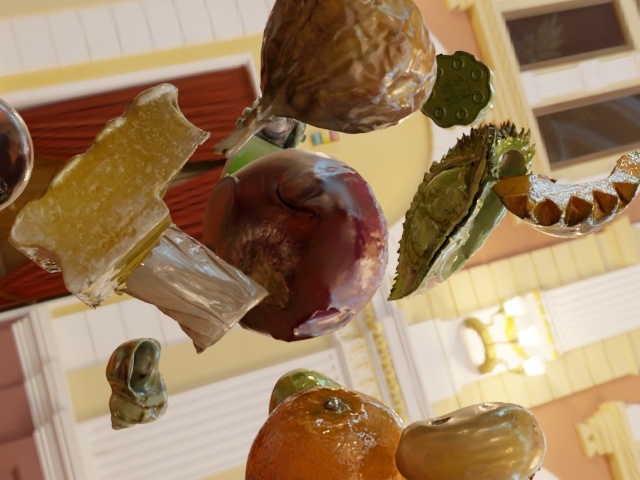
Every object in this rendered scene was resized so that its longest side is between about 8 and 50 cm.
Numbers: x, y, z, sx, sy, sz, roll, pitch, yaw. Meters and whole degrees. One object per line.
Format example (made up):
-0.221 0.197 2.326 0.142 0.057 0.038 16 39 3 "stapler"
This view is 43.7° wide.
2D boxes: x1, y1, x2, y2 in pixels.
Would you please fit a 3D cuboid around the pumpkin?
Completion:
0.405 -0.039 1.275 0.130 0.254 0.149 -107 -173 -47 "pumpkin"

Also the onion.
0.000 0.000 1.619 0.398 0.420 0.398 8 -79 45 "onion"

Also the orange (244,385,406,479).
0.020 0.407 1.404 0.312 0.312 0.312 166 -90 -74 "orange"

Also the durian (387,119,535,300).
0.234 -0.043 1.303 0.351 0.158 0.169 -60 -172 25 "durian"

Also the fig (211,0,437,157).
-0.019 -0.252 1.177 0.286 0.369 0.286 52 -10 13 "fig"

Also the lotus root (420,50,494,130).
0.337 -0.337 1.872 0.186 0.186 0.186 166 -90 -74 "lotus root"

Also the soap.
-0.302 -0.054 1.220 0.169 0.304 0.339 43 -14 -2 "soap"

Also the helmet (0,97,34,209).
-0.545 -0.136 1.231 0.216 0.193 0.189 57 -22 33 "helmet"

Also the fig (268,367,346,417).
0.002 0.428 1.715 0.326 0.258 0.258 55 -24 25 "fig"

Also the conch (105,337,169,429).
-0.399 0.308 1.702 0.187 0.124 0.181 54 32 -63 "conch"

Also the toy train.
-0.157 -0.230 2.099 0.248 0.174 0.307 -68 -169 -7 "toy train"

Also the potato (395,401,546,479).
0.232 0.327 1.234 0.150 0.234 0.146 82 -7 -64 "potato"

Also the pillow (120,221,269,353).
-0.243 0.073 1.379 0.270 0.173 0.067 36 -31 3 "pillow"
